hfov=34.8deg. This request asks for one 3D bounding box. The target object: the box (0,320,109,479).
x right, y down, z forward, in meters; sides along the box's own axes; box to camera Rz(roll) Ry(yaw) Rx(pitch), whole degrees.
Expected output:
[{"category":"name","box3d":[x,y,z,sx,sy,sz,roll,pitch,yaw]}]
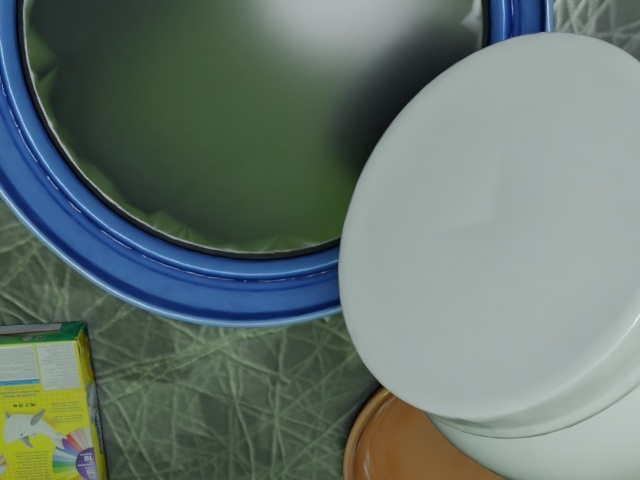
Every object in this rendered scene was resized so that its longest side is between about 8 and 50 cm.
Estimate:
[{"category":"box","box3d":[-0.232,0.156,0.830,0.105,0.043,0.179,-3,109,-1]}]

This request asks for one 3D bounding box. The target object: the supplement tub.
[{"category":"supplement tub","box3d":[0.190,0.041,0.597,0.325,0.235,0.235,26,111,-41]}]

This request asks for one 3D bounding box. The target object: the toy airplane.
[{"category":"toy airplane","box3d":[0.055,-0.102,0.744,0.151,0.028,0.151,0,110,0]}]

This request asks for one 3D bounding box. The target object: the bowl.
[{"category":"bowl","box3d":[-0.047,-0.138,0.679,0.391,0.077,0.391,0,103,1]}]

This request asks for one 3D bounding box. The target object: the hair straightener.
[{"category":"hair straightener","box3d":[0.000,0.000,0.769,0.230,0.047,0.089,3,111,4]}]

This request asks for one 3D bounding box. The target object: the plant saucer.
[{"category":"plant saucer","box3d":[0.118,0.180,0.850,0.200,0.037,0.200,0,110,-1]}]
